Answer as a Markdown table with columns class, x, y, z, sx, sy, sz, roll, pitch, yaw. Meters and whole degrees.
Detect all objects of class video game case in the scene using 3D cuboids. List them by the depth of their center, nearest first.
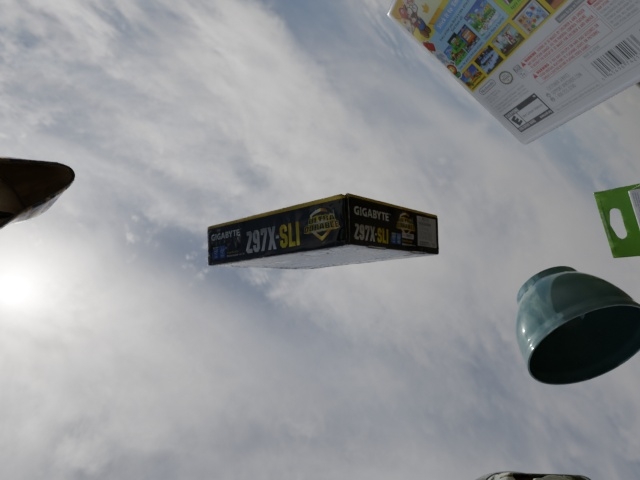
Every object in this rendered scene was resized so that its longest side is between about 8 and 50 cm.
| class | x | y | z | sx | sy | sz | roll | pitch | yaw |
| --- | --- | --- | --- | --- | --- | --- | --- | --- | --- |
| video game case | 0.162 | -0.189 | 0.385 | 0.206 | 0.026 | 0.227 | 43 | 172 | 0 |

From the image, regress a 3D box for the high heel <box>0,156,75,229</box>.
| class | x | y | z | sx | sy | sz | roll | pitch | yaw |
| --- | --- | --- | --- | --- | --- | --- | --- | --- | --- |
| high heel | -0.282 | -0.052 | 0.400 | 0.186 | 0.261 | 0.093 | -36 | -72 | -38 |

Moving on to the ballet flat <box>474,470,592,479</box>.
| class | x | y | z | sx | sy | sz | roll | pitch | yaw |
| --- | --- | --- | --- | --- | --- | --- | --- | --- | --- |
| ballet flat | 0.336 | 0.405 | 0.755 | 0.068 | 0.213 | 0.072 | 58 | -147 | -32 |

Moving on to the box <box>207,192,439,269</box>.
| class | x | y | z | sx | sy | sz | roll | pitch | yaw |
| --- | --- | --- | --- | --- | --- | --- | --- | --- | --- |
| box | 0.000 | 0.000 | 0.803 | 0.257 | 0.321 | 0.080 | 4 | -100 | -48 |

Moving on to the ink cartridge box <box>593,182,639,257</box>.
| class | x | y | z | sx | sy | sz | roll | pitch | yaw |
| --- | --- | --- | --- | --- | --- | --- | --- | --- | --- |
| ink cartridge box | 0.750 | -0.037 | 1.054 | 0.096 | 0.255 | 0.189 | -22 | -86 | -29 |

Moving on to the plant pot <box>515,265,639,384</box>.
| class | x | y | z | sx | sy | sz | roll | pitch | yaw |
| --- | --- | --- | --- | --- | --- | --- | --- | --- | --- |
| plant pot | 0.610 | 0.189 | 1.144 | 0.292 | 0.293 | 0.196 | 23 | -148 | -25 |
